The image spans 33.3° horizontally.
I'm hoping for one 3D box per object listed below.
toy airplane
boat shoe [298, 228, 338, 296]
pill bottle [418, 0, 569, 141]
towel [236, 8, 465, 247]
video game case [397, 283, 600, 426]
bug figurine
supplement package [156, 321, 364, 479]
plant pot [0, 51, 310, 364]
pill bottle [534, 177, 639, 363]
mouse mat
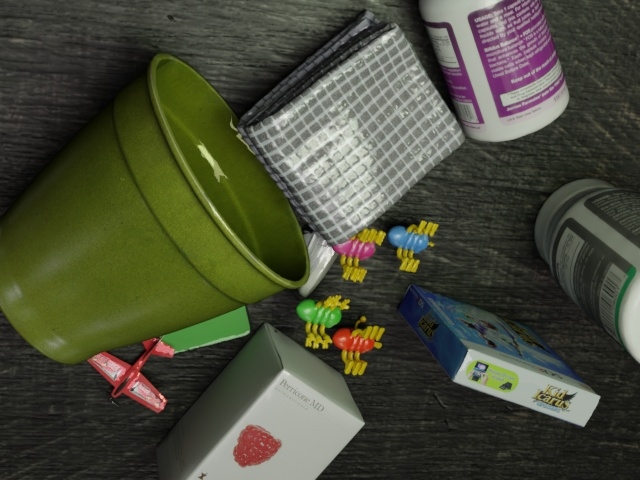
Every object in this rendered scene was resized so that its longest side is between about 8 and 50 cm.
[{"bbox_3d":[-0.295,0.201,1.708,0.151,0.028,0.151,0,104,1],"label":"toy airplane"},{"bbox_3d":[0.000,0.000,1.684,0.063,0.066,0.184,30,109,9],"label":"boat shoe"},{"bbox_3d":[0.242,-0.309,1.553,0.169,0.169,0.301,-25,115,-2],"label":"pill bottle"},{"bbox_3d":[0.054,-0.163,1.562,0.284,0.121,0.235,-40,110,-6],"label":"towel"},{"bbox_3d":[0.276,0.176,1.701,0.244,0.269,0.061,22,103,-21],"label":"video game case"},{"bbox_3d":[0.066,0.071,1.689,0.216,0.072,0.279,16,105,-48],"label":"bug figurine"},{"bbox_3d":[-0.103,0.315,1.720,0.177,0.175,0.293,37,99,-22],"label":"supplement package"},{"bbox_3d":[-0.261,-0.011,1.483,0.353,0.366,0.366,-30,116,13],"label":"plant pot"},{"bbox_3d":[0.476,0.038,1.642,0.204,0.361,0.204,-5,113,-11],"label":"pill bottle"},{"bbox_3d":[-0.198,0.087,1.699,0.153,0.007,0.189,-14,113,-7],"label":"mouse mat"}]
